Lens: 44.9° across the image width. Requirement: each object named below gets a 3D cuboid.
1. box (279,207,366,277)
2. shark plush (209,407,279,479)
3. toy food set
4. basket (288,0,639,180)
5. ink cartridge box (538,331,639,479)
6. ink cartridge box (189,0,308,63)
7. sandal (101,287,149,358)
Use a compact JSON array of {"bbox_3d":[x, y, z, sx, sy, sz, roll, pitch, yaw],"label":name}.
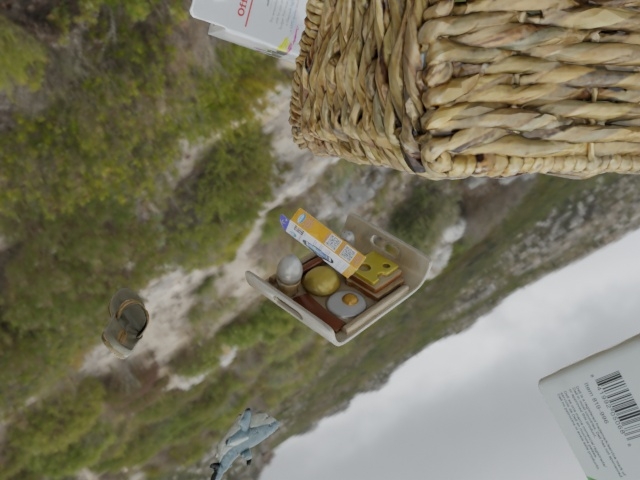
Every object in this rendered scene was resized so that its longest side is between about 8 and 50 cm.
[{"bbox_3d":[0.000,0.000,1.141,0.028,0.136,0.081,-51,179,-13],"label":"box"},{"bbox_3d":[-0.138,0.357,1.327,0.161,0.067,0.073,-52,-179,-41],"label":"shark plush"},{"bbox_3d":[0.039,0.057,1.469,0.306,0.219,0.092,-30,139,-38],"label":"toy food set"},{"bbox_3d":[0.147,-0.151,0.496,0.299,0.213,0.223,-2,-170,-20],"label":"basket"},{"bbox_3d":[0.267,0.115,0.493,0.087,0.153,0.208,-16,164,-35],"label":"ink cartridge box"},{"bbox_3d":[-0.050,-0.253,0.816,0.181,0.104,0.061,13,-177,-27],"label":"ink cartridge box"},{"bbox_3d":[-0.305,0.125,1.243,0.049,0.072,0.180,-45,-162,13],"label":"sandal"}]
